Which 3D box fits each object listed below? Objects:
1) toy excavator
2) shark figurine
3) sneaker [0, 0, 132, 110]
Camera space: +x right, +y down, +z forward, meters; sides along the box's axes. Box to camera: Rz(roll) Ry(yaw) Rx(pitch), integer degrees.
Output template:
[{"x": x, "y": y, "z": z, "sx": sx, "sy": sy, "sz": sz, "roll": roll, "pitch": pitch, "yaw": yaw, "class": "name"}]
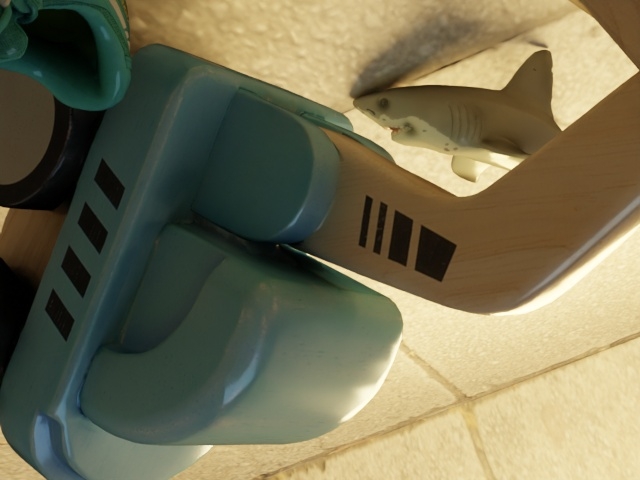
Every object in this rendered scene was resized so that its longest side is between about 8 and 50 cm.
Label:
[{"x": 0.000, "y": 0.000, "z": 0.752, "sx": 0.222, "sy": 0.445, "sz": 0.433, "roll": 12, "pitch": 103, "yaw": -56, "class": "toy excavator"}, {"x": 0.177, "y": -0.095, "z": 1.054, "sx": 0.166, "sy": 0.116, "sz": 0.278, "roll": 9, "pitch": 173, "yaw": 41, "class": "shark figurine"}, {"x": -0.173, "y": -0.138, "z": 0.595, "sx": 0.107, "sy": 0.110, "sz": 0.275, "roll": -27, "pitch": 158, "yaw": 21, "class": "sneaker"}]
